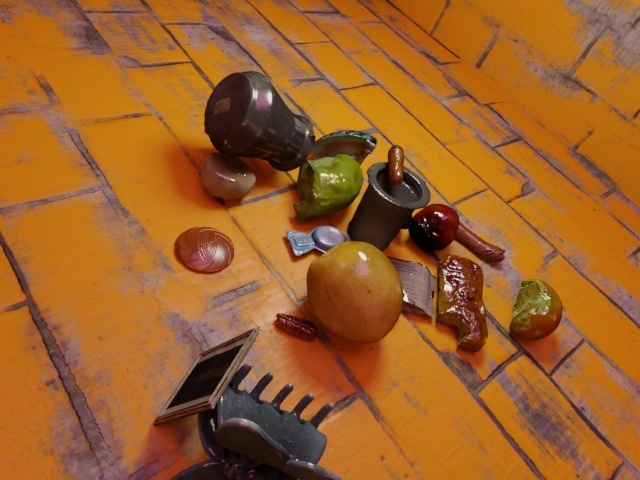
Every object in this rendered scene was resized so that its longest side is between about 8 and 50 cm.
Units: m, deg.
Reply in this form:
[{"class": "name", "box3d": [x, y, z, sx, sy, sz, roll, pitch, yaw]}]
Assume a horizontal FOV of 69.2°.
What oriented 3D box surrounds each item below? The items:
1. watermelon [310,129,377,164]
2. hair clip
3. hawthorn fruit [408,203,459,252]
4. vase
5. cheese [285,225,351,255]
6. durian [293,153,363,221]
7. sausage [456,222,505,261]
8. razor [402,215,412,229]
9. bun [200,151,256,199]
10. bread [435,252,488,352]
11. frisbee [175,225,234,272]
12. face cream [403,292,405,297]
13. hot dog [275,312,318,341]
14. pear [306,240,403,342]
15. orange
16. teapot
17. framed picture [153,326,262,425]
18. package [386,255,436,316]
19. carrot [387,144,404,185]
[{"class": "watermelon", "box3d": [0.086, -0.355, 1.949, 0.290, 0.213, 0.320, -3, 8, -22]}, {"class": "hair clip", "box3d": [-0.135, 0.458, 1.058, 0.318, 0.392, 0.238, 29, 30, -16]}, {"class": "hawthorn fruit", "box3d": [0.471, -0.059, 1.867, 0.189, 0.189, 0.251, 44, 40, 17]}, {"class": "vase", "box3d": [0.237, -0.109, 1.721, 0.245, 0.291, 0.245, 11, 47, -13]}, {"class": "cheese", "box3d": [0.000, 0.000, 1.685, 0.245, 0.052, 0.135, -6, 51, -27]}, {"class": "durian", "box3d": [0.035, -0.223, 1.787, 0.340, 0.204, 0.255, -13, 60, -24]}, {"class": "sausage", "box3d": [0.640, -0.004, 1.960, 0.304, 0.078, 0.078, 35, 46, 12]}, {"class": "razor", "box3d": [0.325, -0.097, 1.855, 0.054, 0.090, 0.148, 4, 17, -4]}, {"class": "bun", "box3d": [-0.339, -0.224, 1.685, 0.193, 0.128, 0.178, 2, 48, -37]}, {"class": "bread", "box3d": [0.505, 0.214, 1.682, 0.185, 0.109, 0.380, 20, 47, -8]}, {"class": "frisbee", "box3d": [-0.374, 0.021, 1.511, 0.192, 0.035, 0.192, 12, 47, -13]}, {"class": "face cream", "box3d": [0.181, 0.126, 1.612, 0.077, 0.077, 0.250, -19, 52, -36]}, {"class": "hot dog", "box3d": [-0.073, 0.262, 1.426, 0.144, 0.038, 0.062, 24, 45, -2]}, {"class": "pear", "box3d": [0.108, 0.153, 1.427, 0.315, 0.314, 0.314, 13, 47, -14]}, {"class": "orange", "box3d": [0.806, 0.263, 1.720, 0.159, 0.179, 0.237, 27, 44, 4]}, {"class": "teapot", "box3d": [-0.239, -0.410, 1.713, 0.362, 0.376, 0.305, 23, 69, -50]}, {"class": "framed picture", "box3d": [-0.275, 0.325, 1.114, 0.018, 0.293, 0.231, 46, 42, -15]}, {"class": "package", "box3d": [0.304, 0.153, 1.680, 0.251, 0.062, 0.203, 21, 45, -1]}, {"class": "carrot", "box3d": [0.264, -0.264, 1.632, 0.060, 0.060, 0.186, 16, 52, -10]}]
